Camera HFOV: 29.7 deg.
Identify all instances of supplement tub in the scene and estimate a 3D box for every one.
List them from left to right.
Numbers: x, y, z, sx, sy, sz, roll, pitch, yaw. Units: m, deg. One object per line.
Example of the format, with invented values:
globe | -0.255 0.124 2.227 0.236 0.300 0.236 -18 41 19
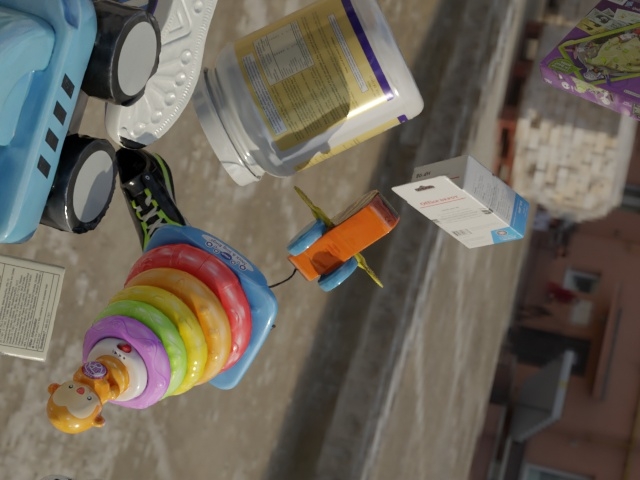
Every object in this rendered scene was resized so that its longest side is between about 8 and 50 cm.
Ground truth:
supplement tub | -0.024 -0.249 1.974 0.241 0.331 0.241 -25 90 -82

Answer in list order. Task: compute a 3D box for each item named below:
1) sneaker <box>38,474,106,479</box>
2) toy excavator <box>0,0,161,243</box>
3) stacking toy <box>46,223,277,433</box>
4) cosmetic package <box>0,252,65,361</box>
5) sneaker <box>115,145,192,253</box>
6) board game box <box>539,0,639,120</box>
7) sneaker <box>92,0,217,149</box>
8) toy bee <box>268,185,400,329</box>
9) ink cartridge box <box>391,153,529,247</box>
sneaker | -0.333 0.391 1.765 0.217 0.121 0.079 8 91 -62
toy excavator | -0.385 -0.092 1.131 0.445 0.222 0.432 14 94 -72
stacking toy | -0.193 0.117 1.285 0.302 0.175 0.165 -39 161 -57
cosmetic package | -0.547 0.077 1.777 0.129 0.296 0.153 6 -98 59
sneaker | -0.259 -0.050 1.775 0.097 0.084 0.234 38 22 -52
board game box | 0.544 -0.272 1.892 0.208 0.347 0.056 -42 140 -22
sneaker | -0.293 -0.313 1.823 0.130 0.236 0.322 20 92 -51
toy bee | 0.000 0.000 1.876 0.162 0.298 0.195 -60 131 -61
ink cartridge box | 0.198 -0.062 1.696 0.180 0.104 0.060 35 59 -34
